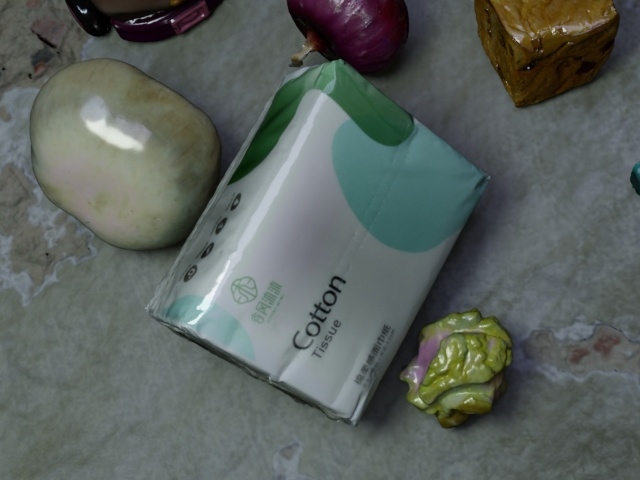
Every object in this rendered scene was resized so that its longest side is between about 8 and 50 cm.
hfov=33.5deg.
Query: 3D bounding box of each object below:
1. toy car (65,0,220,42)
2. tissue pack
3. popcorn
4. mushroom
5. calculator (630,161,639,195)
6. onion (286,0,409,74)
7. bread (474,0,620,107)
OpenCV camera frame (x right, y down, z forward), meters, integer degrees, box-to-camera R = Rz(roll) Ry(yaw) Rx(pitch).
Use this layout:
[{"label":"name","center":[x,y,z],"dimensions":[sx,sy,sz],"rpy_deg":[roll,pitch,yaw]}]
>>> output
[{"label":"toy car","center":[-0.278,-0.454,1.471],"dimensions":[0.271,0.240,0.340],"rpy_deg":[-36,73,-4]},{"label":"tissue pack","center":[0.001,0.000,1.256],"dimensions":[0.266,0.194,0.356],"rpy_deg":[34,78,-26]},{"label":"popcorn","center":[0.165,0.150,1.260],"dimensions":[0.145,0.126,0.126],"rpy_deg":[-44,91,11]},{"label":"mushroom","center":[-0.241,-0.124,1.385],"dimensions":[0.254,0.260,0.234],"rpy_deg":[2,36,20]},{"label":"calculator","center":[0.546,-0.054,1.290],"dimensions":[0.248,0.058,0.274],"rpy_deg":[-31,69,-1]},{"label":"onion","center":[0.034,-0.300,1.397],"dimensions":[0.177,0.177,0.153],"rpy_deg":[38,56,19]},{"label":"bread","center":[0.285,-0.279,1.363],"dimensions":[0.143,0.149,0.158],"rpy_deg":[-18,70,1]}]
